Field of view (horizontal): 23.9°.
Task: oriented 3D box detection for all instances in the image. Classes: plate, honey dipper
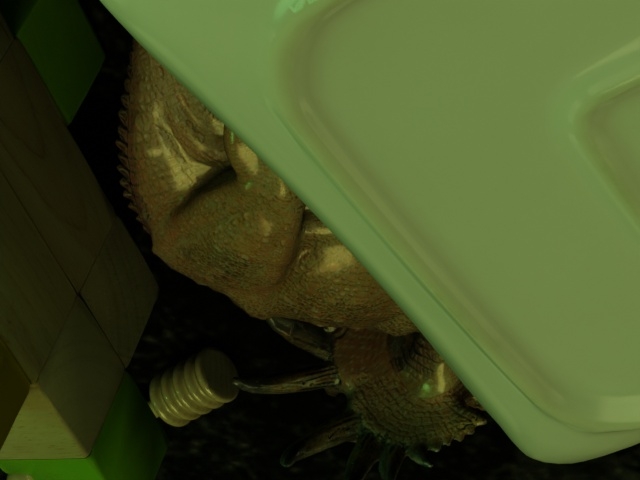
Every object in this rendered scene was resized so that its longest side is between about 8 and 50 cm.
[{"bbox_3d":[0.114,-0.041,0.428,0.278,0.045,0.277,-25,126,25],"label":"plate"},{"bbox_3d":[-0.109,0.098,0.786,0.161,0.030,0.030,-28,123,31],"label":"honey dipper"}]

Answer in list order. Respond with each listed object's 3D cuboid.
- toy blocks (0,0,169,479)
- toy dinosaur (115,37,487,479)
[{"bbox_3d":[-0.246,-0.038,0.599,0.261,0.190,0.381,-4,133,23],"label":"toy blocks"},{"bbox_3d":[0.000,0.000,0.631,0.296,0.127,0.200,34,133,-16],"label":"toy dinosaur"}]
